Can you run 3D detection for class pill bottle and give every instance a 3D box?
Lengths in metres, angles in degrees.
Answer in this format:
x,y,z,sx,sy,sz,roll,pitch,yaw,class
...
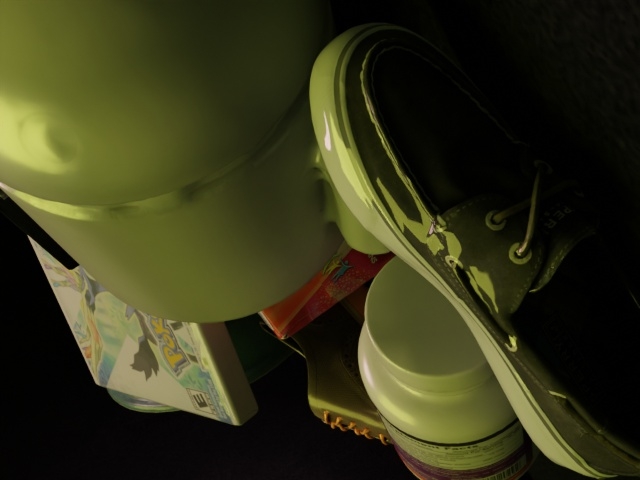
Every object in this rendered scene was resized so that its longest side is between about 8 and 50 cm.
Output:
x,y,z,sx,sy,sz,roll,pitch,yaw,class
0.082,0.080,0.579,0.108,0.108,0.193,50,171,30,pill bottle

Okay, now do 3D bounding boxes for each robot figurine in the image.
x,y,z,sx,sy,sz,roll,pitch,yaw,class
-0.085,-0.079,0.533,0.300,0.200,0.353,19,162,15,robot figurine

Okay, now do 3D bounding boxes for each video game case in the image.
x,y,z,sx,sy,sz,roll,pitch,yaw,class
-0.223,0.035,1.037,0.300,0.036,0.329,3,119,48,video game case

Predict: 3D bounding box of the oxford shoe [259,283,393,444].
x,y,z,sx,sy,sz,roll,pitch,yaw,class
0.069,0.180,1.039,0.364,0.132,0.130,49,171,33,oxford shoe

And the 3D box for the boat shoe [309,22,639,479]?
x,y,z,sx,sy,sz,roll,pitch,yaw,class
0.083,0.007,0.384,0.228,0.080,0.076,58,155,-10,boat shoe

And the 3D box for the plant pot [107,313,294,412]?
x,y,z,sx,sy,sz,roll,pitch,yaw,class
-0.202,-0.013,1.259,0.341,0.341,0.334,41,157,61,plant pot

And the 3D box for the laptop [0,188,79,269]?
x,y,z,sx,sy,sz,roll,pitch,yaw,class
-0.175,-0.135,0.722,0.264,0.234,0.136,55,172,-17,laptop

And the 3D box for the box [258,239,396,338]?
x,y,z,sx,sy,sz,roll,pitch,yaw,class
-0.041,-0.018,0.850,0.128,0.122,0.257,57,173,-12,box
